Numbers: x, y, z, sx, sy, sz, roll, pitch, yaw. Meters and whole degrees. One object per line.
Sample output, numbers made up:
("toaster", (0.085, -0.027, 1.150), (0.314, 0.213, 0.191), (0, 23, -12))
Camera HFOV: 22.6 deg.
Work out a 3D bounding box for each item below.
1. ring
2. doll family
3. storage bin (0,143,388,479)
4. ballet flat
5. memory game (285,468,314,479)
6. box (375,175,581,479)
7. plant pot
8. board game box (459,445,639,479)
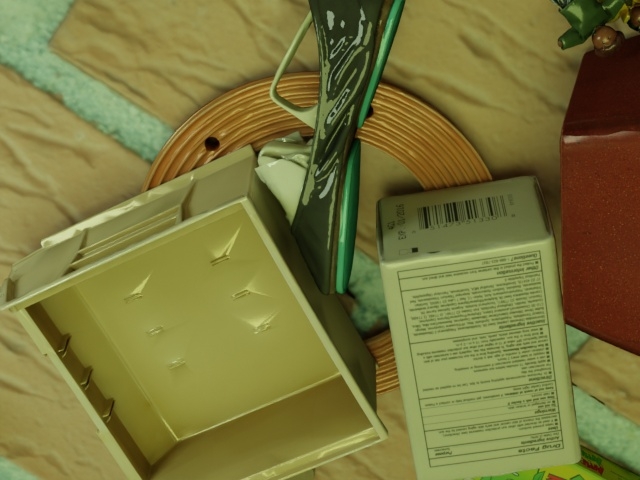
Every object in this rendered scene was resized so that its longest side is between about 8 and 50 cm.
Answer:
("ring", (0.000, 0.000, 1.461), (0.337, 0.032, 0.336), (1, 118, 1))
("doll family", (0.268, -0.227, 1.310), (0.193, 0.076, 0.111), (-37, 106, 16))
("storage bin", (-0.113, 0.091, 1.426), (0.260, 0.123, 0.262), (-24, 115, 14))
("ballet flat", (0.002, -0.094, 1.351), (0.096, 0.095, 0.280), (13, 106, 6))
("memory game", (-0.088, 0.263, 1.610), (0.186, 0.012, 0.186), (1, 117, 2))
("box", (0.138, 0.079, 1.409), (0.149, 0.127, 0.232), (-8, 118, 4))
("plant pot", (0.323, -0.042, 1.313), (0.236, 0.267, 0.267), (3, 118, 15))
("board game box", (0.226, 0.240, 1.569), (0.181, 0.043, 0.092), (29, 114, -12))
